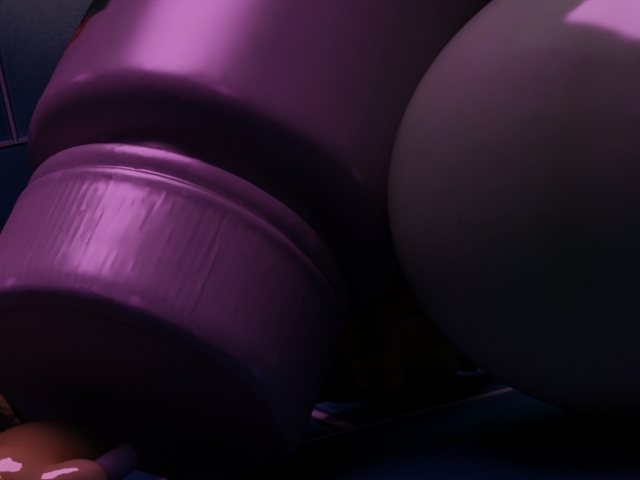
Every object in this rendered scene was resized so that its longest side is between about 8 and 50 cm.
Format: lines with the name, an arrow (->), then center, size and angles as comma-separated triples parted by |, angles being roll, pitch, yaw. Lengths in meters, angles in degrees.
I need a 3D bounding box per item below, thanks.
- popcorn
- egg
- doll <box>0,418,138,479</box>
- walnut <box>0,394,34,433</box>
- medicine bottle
popcorn -> 0.050, 0.028, 0.998 | 0.135, 0.162, 0.141 | 15, 21, -40
egg -> 0.150, -0.026, 0.738 | 0.220, 0.220, 0.269 | -14, -5, -39
doll -> -0.146, 0.122, 0.728 | 0.106, 0.062, 0.162 | -16, 1, 17
walnut -> -0.238, 0.118, 1.118 | 0.092, 0.092, 0.092 | -13, 2, 1
medicine bottle -> -0.043, -0.057, 0.873 | 0.208, 0.208, 0.340 | -10, 46, 42
